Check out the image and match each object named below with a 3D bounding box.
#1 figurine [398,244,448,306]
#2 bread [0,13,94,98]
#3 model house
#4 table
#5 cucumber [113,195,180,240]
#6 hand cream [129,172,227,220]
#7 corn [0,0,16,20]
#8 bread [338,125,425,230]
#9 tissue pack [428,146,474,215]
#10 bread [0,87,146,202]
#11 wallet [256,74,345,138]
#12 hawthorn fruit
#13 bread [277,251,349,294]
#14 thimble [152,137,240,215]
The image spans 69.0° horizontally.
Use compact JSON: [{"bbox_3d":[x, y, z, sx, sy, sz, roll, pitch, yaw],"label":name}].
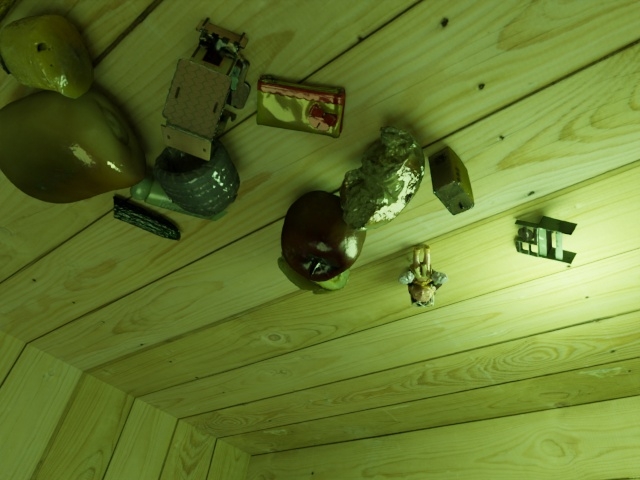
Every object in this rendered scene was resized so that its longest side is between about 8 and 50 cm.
[{"bbox_3d":[0.370,0.133,1.693,0.175,0.115,0.240,-3,130,9],"label":"figurine"},{"bbox_3d":[-0.679,-0.461,1.171,0.171,0.197,0.197,4,138,12],"label":"bread"},{"bbox_3d":[-0.291,-0.349,1.189,0.169,0.244,0.326,23,135,-12],"label":"model house"},{"bbox_3d":[0.731,-0.007,1.513,0.175,0.062,0.146,19,149,39],"label":"table"},{"bbox_3d":[-0.623,-0.073,1.671,0.266,0.077,0.077,23,136,-18],"label":"cucumber"},{"bbox_3d":[-0.471,-0.131,1.553,0.306,0.093,0.147,23,158,-25],"label":"hand cream"},{"bbox_3d":[-0.826,-0.577,1.133,0.305,0.106,0.106,-22,129,33],"label":"corn"},{"bbox_3d":[0.192,-0.180,1.341,0.192,0.171,0.314,-5,130,-40],"label":"bread"},{"bbox_3d":[0.374,-0.170,1.326,0.082,0.169,0.120,-28,125,30],"label":"tissue pack"},{"bbox_3d":[-0.725,-0.259,1.350,0.377,0.252,0.348,-9,136,17],"label":"bread"},{"bbox_3d":[-0.054,-0.360,1.266,0.242,0.067,0.141,9,136,1],"label":"wallet"},{"bbox_3d":[0.000,0.000,1.473,0.268,0.300,0.267,14,145,10],"label":"hawthorn fruit"},{"bbox_3d":[-0.021,0.084,1.662,0.257,0.185,0.124,25,152,-11],"label":"bread"},{"bbox_3d":[-0.368,-0.189,1.399,0.237,0.205,0.172,-5,137,14],"label":"thimble"}]
